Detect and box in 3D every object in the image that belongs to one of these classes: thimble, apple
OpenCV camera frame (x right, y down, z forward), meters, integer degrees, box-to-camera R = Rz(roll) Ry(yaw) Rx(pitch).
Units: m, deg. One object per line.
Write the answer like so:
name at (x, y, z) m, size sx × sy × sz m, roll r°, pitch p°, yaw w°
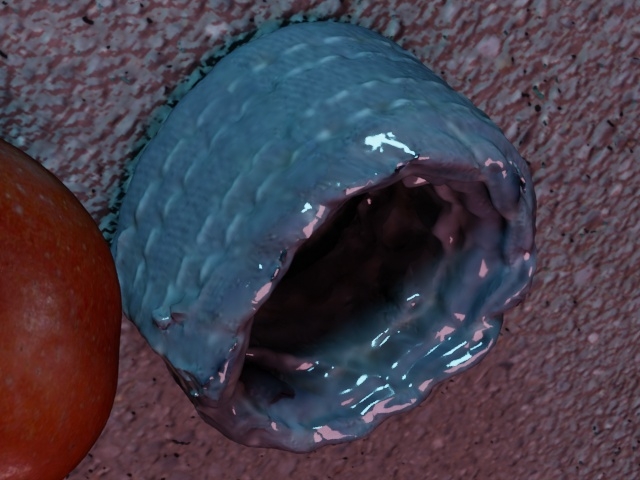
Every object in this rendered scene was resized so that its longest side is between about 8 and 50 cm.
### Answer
thimble at (0.000, 0.000, 0.905) m, size 0.236 × 0.172 × 0.205 m, roll -30°, pitch 128°, yaw -6°
apple at (-0.211, 0.043, 0.782) m, size 0.201 × 0.218 × 0.218 m, roll 10°, pitch 116°, yaw -52°
